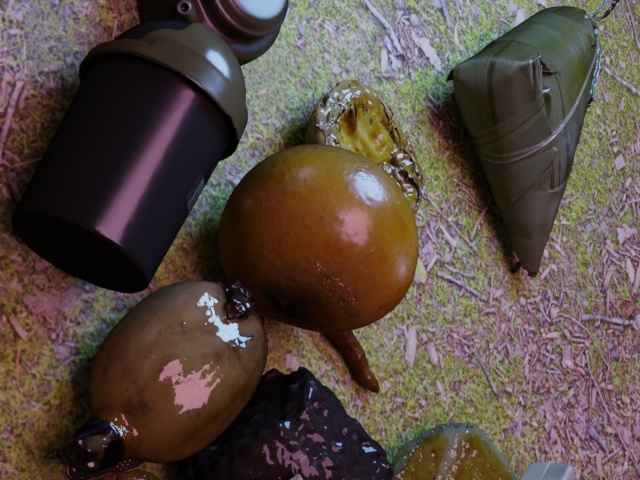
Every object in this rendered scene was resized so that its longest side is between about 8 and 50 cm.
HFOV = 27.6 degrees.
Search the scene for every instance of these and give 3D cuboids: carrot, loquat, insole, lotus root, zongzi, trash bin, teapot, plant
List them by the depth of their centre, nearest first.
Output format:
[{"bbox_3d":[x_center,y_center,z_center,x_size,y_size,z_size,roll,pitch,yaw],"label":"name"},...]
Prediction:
[{"bbox_3d":[-0.187,0.172,1.541,0.310,0.183,0.182,-48,113,-40],"label":"lotus root"},{"bbox_3d":[-0.216,-0.120,1.562,0.214,0.214,0.333,40,63,-30],"label":"trash bin"},{"bbox_3d":[-0.251,0.261,1.574,0.135,0.002,0.045,-11,88,-44],"label":"insole"},{"bbox_3d":[-0.014,0.331,1.634,0.312,0.215,0.213,51,54,-16],"label":"plant"},{"bbox_3d":[0.000,0.000,1.696,0.263,0.263,0.263,12,72,-42],"label":"loquat"},{"bbox_3d":[-0.113,-0.329,1.732,0.268,0.175,0.185,-31,104,-44],"label":"teapot"},{"bbox_3d":[0.042,0.154,1.861,0.035,0.036,0.165,-50,117,-39],"label":"carrot"},{"bbox_3d":[0.398,-0.212,2.218,0.447,0.181,0.418,-39,123,-45],"label":"zongzi"}]

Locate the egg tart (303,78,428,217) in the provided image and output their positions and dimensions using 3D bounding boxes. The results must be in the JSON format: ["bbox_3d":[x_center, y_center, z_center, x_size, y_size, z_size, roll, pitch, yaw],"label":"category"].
[{"bbox_3d":[0.055,-0.113,1.899,0.252,0.098,0.231,33,52,-38],"label":"egg tart"}]

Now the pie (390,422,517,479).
[{"bbox_3d":[0.189,0.417,1.916,0.323,0.071,0.323,12,72,-40],"label":"pie"}]

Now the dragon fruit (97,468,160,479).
[{"bbox_3d":[-0.238,0.400,1.472,0.295,0.130,0.268,6,71,-43],"label":"dragon fruit"}]

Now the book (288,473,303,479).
[{"bbox_3d":[-0.068,0.366,1.484,0.182,0.014,0.127,-31,100,-16],"label":"book"}]

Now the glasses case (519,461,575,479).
[{"bbox_3d":[0.359,0.505,1.992,0.131,0.070,0.312,-33,116,-63],"label":"glasses case"}]
